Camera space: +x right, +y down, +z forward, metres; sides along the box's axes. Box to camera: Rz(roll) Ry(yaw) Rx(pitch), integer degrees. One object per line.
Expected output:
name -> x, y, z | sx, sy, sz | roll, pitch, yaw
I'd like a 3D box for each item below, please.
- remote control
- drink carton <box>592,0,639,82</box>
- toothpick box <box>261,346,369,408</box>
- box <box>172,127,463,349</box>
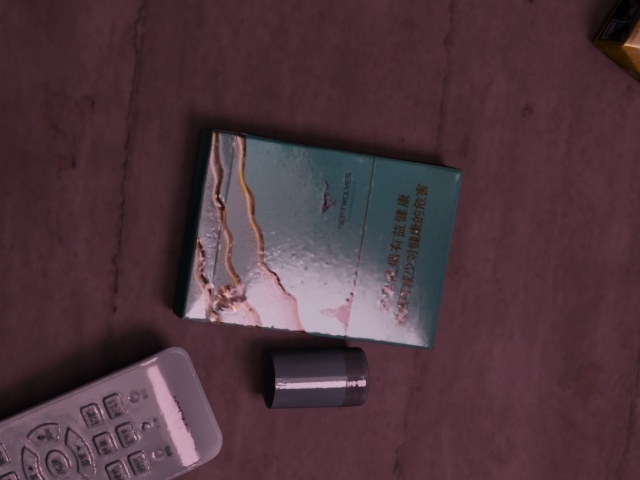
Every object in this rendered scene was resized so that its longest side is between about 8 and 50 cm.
remote control -> -0.229, 0.184, 1.189 | 0.293, 0.051, 0.103 | -23, 102, -10
drink carton -> 0.348, -0.149, 1.319 | 0.200, 0.074, 0.084 | 34, 87, -19
toothpick box -> -0.005, 0.118, 1.250 | 0.083, 0.052, 0.052 | 0, 96, -16
box -> -0.001, 0.000, 1.243 | 0.229, 0.041, 0.162 | 8, 94, -19
